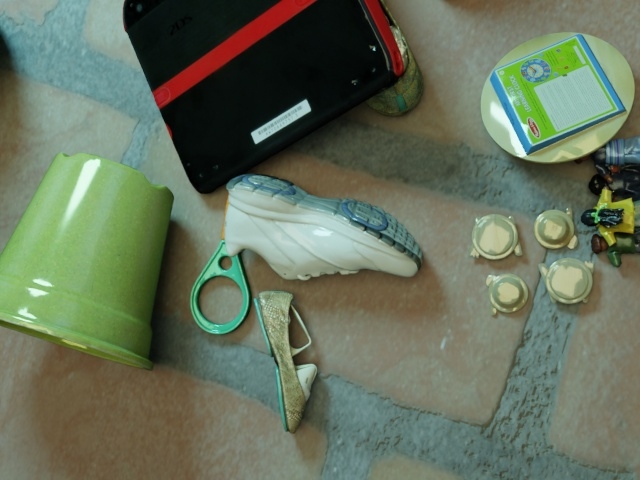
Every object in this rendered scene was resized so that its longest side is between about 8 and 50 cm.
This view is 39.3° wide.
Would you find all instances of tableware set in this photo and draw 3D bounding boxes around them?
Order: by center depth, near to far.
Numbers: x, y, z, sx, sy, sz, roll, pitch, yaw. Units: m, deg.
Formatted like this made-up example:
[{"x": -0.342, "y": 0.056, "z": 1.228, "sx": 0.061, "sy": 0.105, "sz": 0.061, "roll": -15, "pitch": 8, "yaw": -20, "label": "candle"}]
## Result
[{"x": 0.293, "y": 0.026, "z": 1.248, "sx": 0.168, "sy": 0.020, "sz": 0.141, "roll": -9, "pitch": 83, "yaw": 11, "label": "tableware set"}]

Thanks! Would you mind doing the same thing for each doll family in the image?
[{"x": 0.399, "y": -0.063, "z": 1.211, "sx": 0.111, "sy": 0.076, "sz": 0.193, "roll": -3, "pitch": 79, "yaw": 15, "label": "doll family"}]

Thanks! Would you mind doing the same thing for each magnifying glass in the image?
[{"x": -0.139, "y": 0.025, "z": 1.333, "sx": 0.092, "sy": 0.026, "sz": 0.231, "roll": 8, "pitch": 86, "yaw": 12, "label": "magnifying glass"}]

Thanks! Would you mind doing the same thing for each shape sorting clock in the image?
[{"x": 0.323, "y": -0.196, "z": 1.231, "sx": 0.206, "sy": 0.040, "sz": 0.206, "roll": -8, "pitch": 63, "yaw": 15, "label": "shape sorting clock"}]

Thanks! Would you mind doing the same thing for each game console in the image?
[{"x": -0.099, "y": -0.294, "z": 1.280, "sx": 0.386, "sy": 0.060, "sz": 0.342, "roll": -27, "pitch": 84, "yaw": 30, "label": "game console"}]

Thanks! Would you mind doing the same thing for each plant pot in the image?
[{"x": -0.331, "y": 0.023, "z": 1.272, "sx": 0.276, "sy": 0.276, "sz": 0.254, "roll": 14, "pitch": 76, "yaw": 12, "label": "plant pot"}]

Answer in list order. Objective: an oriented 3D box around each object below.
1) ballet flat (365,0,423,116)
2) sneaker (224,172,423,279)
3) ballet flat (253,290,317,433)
[{"x": 0.038, "y": -0.338, "z": 1.283, "sx": 0.123, "sy": 0.123, "sz": 0.349, "roll": -30, "pitch": 80, "yaw": 7, "label": "ballet flat"}, {"x": 0.000, "y": 0.000, "z": 1.279, "sx": 0.297, "sy": 0.111, "sz": 0.129, "roll": 18, "pitch": 110, "yaw": 10, "label": "sneaker"}, {"x": -0.041, "y": 0.169, "z": 1.281, "sx": 0.067, "sy": 0.073, "sz": 0.206, "roll": -13, "pitch": 86, "yaw": -4, "label": "ballet flat"}]
